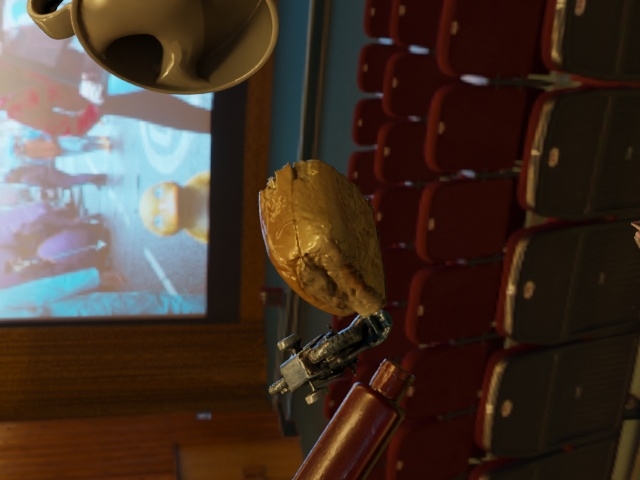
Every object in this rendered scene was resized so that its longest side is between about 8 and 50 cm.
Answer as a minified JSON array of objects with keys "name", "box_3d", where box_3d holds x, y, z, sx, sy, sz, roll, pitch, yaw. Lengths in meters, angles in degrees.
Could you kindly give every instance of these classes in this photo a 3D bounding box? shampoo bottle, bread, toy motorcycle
[{"name":"shampoo bottle","box_3d":[0.061,0.316,1.279,0.260,0.102,0.064,-58,-24,-1]},{"name":"bread","box_3d":[0.001,0.000,0.663,0.125,0.082,0.106,49,-147,-46]},{"name":"toy motorcycle","box_3d":[0.014,0.156,1.071,0.092,0.136,0.254,60,151,11]}]

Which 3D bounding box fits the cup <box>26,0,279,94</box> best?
[{"name":"cup","box_3d":[-0.149,-0.258,0.687,0.167,0.221,0.202,108,162,-57]}]

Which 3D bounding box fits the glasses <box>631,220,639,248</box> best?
[{"name":"glasses","box_3d":[0.458,0.025,1.024,0.062,0.140,0.103,-119,28,-47]}]
